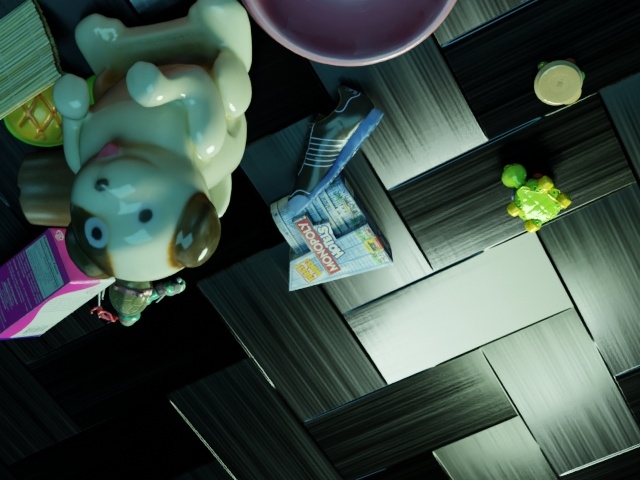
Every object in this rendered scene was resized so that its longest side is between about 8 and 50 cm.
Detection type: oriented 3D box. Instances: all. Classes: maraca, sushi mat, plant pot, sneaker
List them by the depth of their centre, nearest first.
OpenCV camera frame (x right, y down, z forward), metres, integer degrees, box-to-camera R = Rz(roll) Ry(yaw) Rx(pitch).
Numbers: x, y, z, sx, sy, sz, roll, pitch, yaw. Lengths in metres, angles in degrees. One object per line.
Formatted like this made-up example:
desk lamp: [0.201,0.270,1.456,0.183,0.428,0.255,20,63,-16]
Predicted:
sushi mat: [-0.554,-0.249,1.725,0.316,0.151,0.019,-30,161,17]
maraca: [-0.427,-0.218,1.758,0.185,0.099,0.127,-6,112,-24]
plant pot: [-0.409,-0.091,1.807,0.165,0.167,0.167,-2,123,9]
sneaker: [0.005,-0.154,1.807,0.090,0.081,0.232,40,105,2]

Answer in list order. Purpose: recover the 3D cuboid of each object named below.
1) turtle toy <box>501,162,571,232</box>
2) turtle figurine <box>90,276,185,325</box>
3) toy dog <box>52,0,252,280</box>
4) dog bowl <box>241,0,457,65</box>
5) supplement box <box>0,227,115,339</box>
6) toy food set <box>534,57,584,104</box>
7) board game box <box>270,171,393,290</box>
turtle toy: [0.367,-0.082,1.868,0.130,0.066,0.095,40,114,-22]
turtle figurine: [-0.330,0.069,1.935,0.175,0.118,0.234,14,116,-9]
toy dog: [-0.260,-0.120,1.621,0.284,0.408,0.395,0,133,8]
dog bowl: [0.044,-0.442,1.587,0.407,0.150,0.408,0,122,0]
supplement box: [-0.487,0.077,1.893,0.220,0.111,0.114,-32,73,28]
toy food set: [0.396,-0.264,1.780,0.083,0.020,0.083,1,122,-1]
board game box: [0.000,0.000,1.921,0.194,0.060,0.194,-27,119,15]
